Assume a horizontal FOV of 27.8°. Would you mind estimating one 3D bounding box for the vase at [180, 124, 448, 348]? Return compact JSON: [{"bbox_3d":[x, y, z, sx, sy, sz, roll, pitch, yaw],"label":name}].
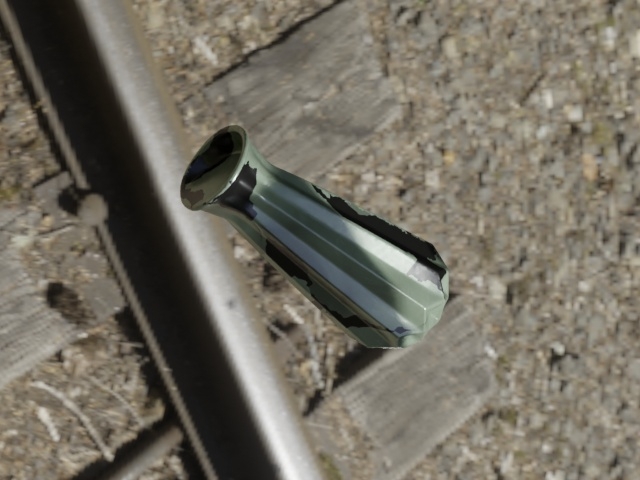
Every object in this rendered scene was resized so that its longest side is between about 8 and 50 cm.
[{"bbox_3d":[0.000,0.000,1.584,0.360,0.165,0.165,36,69,-32],"label":"vase"}]
